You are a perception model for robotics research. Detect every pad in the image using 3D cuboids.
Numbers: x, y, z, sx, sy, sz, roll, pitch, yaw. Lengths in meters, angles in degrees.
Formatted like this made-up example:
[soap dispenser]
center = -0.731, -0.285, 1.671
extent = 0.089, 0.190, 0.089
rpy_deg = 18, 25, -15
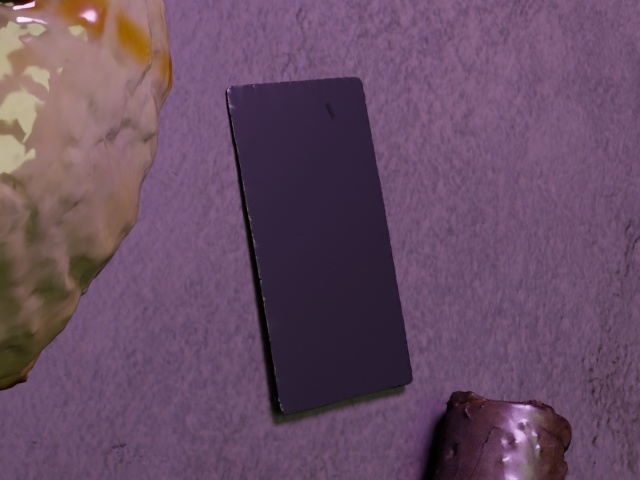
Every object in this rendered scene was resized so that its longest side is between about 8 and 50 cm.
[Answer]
[pad]
center = 0.000, 0.000, 1.574
extent = 0.159, 0.009, 0.265
rpy_deg = -8, 89, -45

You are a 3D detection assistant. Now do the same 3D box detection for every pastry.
[pastry]
center = -0.278, -0.076, 1.083
extent = 0.388, 0.312, 0.388
rpy_deg = 4, 71, -12

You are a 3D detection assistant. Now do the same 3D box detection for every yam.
[yam]
center = 0.134, 0.266, 1.588
extent = 0.131, 0.131, 0.280
rpy_deg = 31, 63, -38
